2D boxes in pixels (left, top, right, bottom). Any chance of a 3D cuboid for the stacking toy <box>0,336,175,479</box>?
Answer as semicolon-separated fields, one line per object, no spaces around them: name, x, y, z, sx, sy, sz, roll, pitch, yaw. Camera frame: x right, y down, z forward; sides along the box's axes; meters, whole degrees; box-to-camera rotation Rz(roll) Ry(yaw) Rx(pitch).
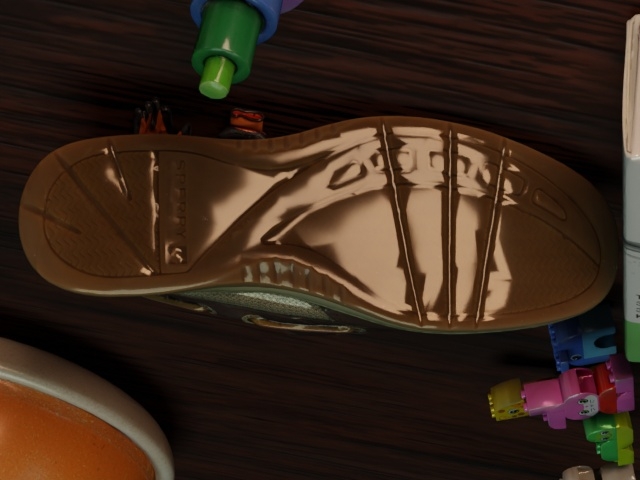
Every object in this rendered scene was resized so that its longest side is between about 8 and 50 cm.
stacking toy;-0.328;0.335;1.211;0.350;0.480;0.350;8;150;5

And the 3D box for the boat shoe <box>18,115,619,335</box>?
boat shoe;0.000;0.000;0.912;0.342;0.123;0.123;0;170;0

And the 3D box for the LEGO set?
LEGO set;0.166;0.118;1.074;0.093;0.087;0.227;-11;147;6

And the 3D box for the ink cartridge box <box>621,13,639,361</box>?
ink cartridge box;0.241;-0.019;0.815;0.160;0.093;0.219;2;150;13

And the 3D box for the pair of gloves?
pair of gloves;-0.072;-0.060;0.925;0.083;0.010;0.074;7;149;1

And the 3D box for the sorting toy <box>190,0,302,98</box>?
sorting toy;-0.177;-0.155;0.683;0.365;0.126;0.127;21;148;-16
